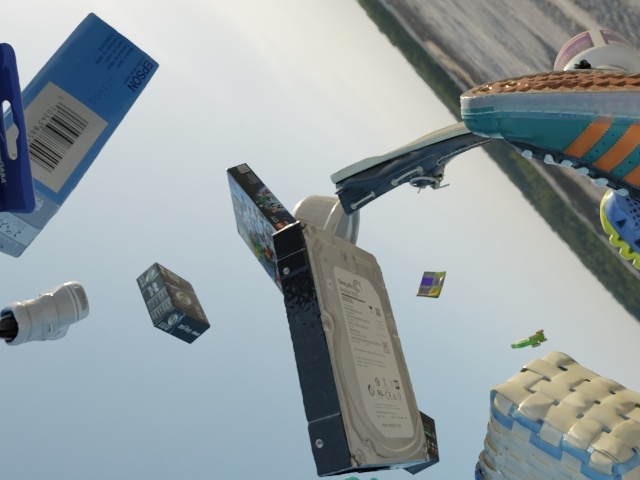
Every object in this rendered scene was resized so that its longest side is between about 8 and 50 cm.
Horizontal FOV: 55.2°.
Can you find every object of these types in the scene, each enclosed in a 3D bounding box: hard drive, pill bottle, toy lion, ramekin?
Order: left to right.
[{"bbox_3d":[0.000,0.000,1.298,0.109,0.207,0.207,15,-169,17],"label":"ramekin"},{"bbox_3d":[0.048,0.156,0.889,0.237,0.064,0.338,26,-136,-53],"label":"hard drive"},{"bbox_3d":[0.554,0.273,1.650,0.100,0.096,0.034,-8,-106,-54],"label":"toy lion"},{"bbox_3d":[0.611,-0.349,1.345,0.181,0.181,0.323,44,-148,-6],"label":"pill bottle"}]

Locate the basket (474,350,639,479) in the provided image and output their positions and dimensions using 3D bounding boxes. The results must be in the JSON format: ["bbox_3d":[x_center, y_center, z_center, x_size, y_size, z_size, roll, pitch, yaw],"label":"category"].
[{"bbox_3d":[0.321,0.305,0.740,0.201,0.288,0.255,-17,-155,-29],"label":"basket"}]

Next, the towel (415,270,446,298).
[{"bbox_3d":[0.265,0.105,1.468,0.009,0.060,0.083,60,-136,-39],"label":"towel"}]

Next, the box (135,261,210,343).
[{"bbox_3d":[-0.389,0.165,1.617,0.147,0.077,0.180,43,-171,-49],"label":"box"}]

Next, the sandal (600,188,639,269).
[{"bbox_3d":[0.532,0.006,0.812,0.317,0.138,0.126,29,-128,7],"label":"sandal"}]

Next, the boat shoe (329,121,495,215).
[{"bbox_3d":[0.136,-0.105,0.887,0.079,0.255,0.095,68,-161,-5],"label":"boat shoe"}]

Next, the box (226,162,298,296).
[{"bbox_3d":[-0.102,-0.021,1.137,0.233,0.044,0.159,48,152,45],"label":"box"}]

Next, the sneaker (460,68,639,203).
[{"bbox_3d":[0.270,-0.082,0.539,0.302,0.121,0.108,10,-151,29],"label":"sneaker"}]

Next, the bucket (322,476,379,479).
[{"bbox_3d":[0.038,0.597,1.203,0.281,0.281,0.183,5,-105,-63],"label":"bucket"}]

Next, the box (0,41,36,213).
[{"bbox_3d":[-0.337,-0.088,0.499,0.036,0.225,0.136,-32,-58,-67],"label":"box"}]

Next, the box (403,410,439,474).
[{"bbox_3d":[0.160,0.342,1.043,0.052,0.062,0.083,36,-147,-24],"label":"box"}]

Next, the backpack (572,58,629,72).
[{"bbox_3d":[0.471,-0.202,0.953,0.173,0.116,0.158,-9,-148,-44],"label":"backpack"}]

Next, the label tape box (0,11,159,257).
[{"bbox_3d":[-0.383,-0.115,0.846,0.115,0.348,0.249,35,-124,-21],"label":"label tape box"}]

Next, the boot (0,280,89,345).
[{"bbox_3d":[-0.500,0.134,1.056,0.123,0.258,0.095,-17,-97,-40],"label":"boot"}]
